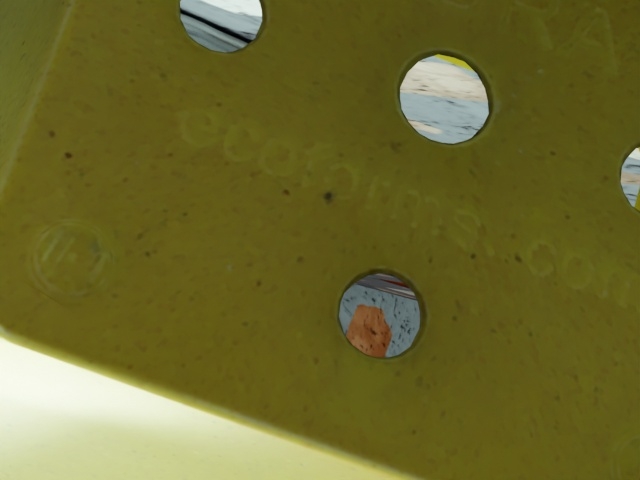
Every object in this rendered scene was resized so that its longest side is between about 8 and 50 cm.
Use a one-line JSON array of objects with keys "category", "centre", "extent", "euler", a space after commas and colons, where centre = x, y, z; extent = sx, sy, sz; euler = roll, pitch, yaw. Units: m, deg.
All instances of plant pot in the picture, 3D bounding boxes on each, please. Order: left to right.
[{"category": "plant pot", "centre": [0.000, 0.000, 0.428], "extent": [0.212, 0.212, 0.187], "euler": [20, 160, -8]}]

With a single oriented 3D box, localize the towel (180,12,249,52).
[{"category": "towel", "centre": [-0.138, -0.092, 0.898], "extent": [0.285, 0.034, 0.209], "euler": [11, 175, 36]}]
